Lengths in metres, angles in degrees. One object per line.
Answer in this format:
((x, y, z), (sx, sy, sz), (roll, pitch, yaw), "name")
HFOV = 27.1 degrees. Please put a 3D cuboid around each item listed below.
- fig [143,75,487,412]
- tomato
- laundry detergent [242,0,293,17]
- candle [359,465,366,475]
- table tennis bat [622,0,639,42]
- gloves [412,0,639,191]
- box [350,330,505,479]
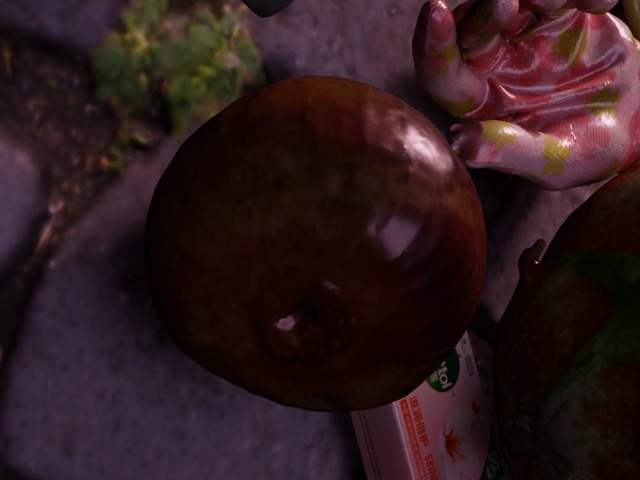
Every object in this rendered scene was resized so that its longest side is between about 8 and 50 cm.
((0.000, -0.001, 0.757), (0.205, 0.205, 0.205), (-2, 94, -37), "fig")
((0.272, 0.093, 0.876), (0.239, 0.303, 0.303), (41, 68, -41), "tomato")
((-0.156, -0.249, 0.602), (0.398, 0.124, 0.264), (44, 79, -18), "laundry detergent")
((0.097, 0.175, 0.930), (0.167, 0.021, 0.026), (26, 78, -35), "candle")
((0.285, -0.284, 1.034), (0.224, 0.054, 0.369), (-35, 116, -33), "table tennis bat")
((0.136, -0.115, 0.886), (0.241, 0.126, 0.145), (21, 104, -39), "gloves")
((0.065, 0.112, 0.869), (0.089, 0.043, 0.125), (-19, 94, -44), "box")
